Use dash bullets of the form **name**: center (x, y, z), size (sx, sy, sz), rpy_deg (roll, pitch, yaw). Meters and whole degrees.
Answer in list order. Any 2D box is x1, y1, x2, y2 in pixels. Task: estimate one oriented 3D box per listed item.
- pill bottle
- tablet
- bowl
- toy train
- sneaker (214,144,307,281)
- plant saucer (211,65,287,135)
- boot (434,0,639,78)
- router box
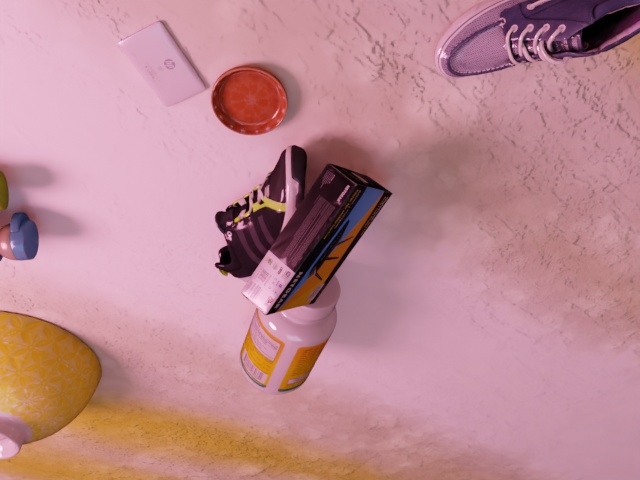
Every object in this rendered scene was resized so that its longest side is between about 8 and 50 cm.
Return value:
- **pill bottle**: center (-0.044, 0.129, 0.807), size (0.118, 0.117, 0.208), rpy_deg (11, 133, -13)
- **tablet**: center (-0.166, -0.183, 0.571), size (0.054, 0.006, 0.083), rpy_deg (-19, 133, 16)
- **bowl**: center (-0.533, 0.264, 0.900), size (0.290, 0.156, 0.289), rpy_deg (0, 135, 0)
- **toy train**: center (-0.436, -0.058, 0.628), size (0.144, 0.105, 0.247), rpy_deg (-6, 136, -10)
- **sneaker**: center (-0.083, -0.021, 0.680), size (0.097, 0.084, 0.234), rpy_deg (13, 132, -11)
- **plant saucer**: center (-0.078, -0.154, 0.598), size (0.084, 0.013, 0.083), rpy_deg (-1, 136, -1)
- **boot**: center (0.203, -0.196, 0.513), size (0.190, 0.086, 0.069), rpy_deg (-24, 131, 20)
- **router box**: center (0.000, 0.000, 0.639), size (0.178, 0.046, 0.133), rpy_deg (-55, 161, 15)
